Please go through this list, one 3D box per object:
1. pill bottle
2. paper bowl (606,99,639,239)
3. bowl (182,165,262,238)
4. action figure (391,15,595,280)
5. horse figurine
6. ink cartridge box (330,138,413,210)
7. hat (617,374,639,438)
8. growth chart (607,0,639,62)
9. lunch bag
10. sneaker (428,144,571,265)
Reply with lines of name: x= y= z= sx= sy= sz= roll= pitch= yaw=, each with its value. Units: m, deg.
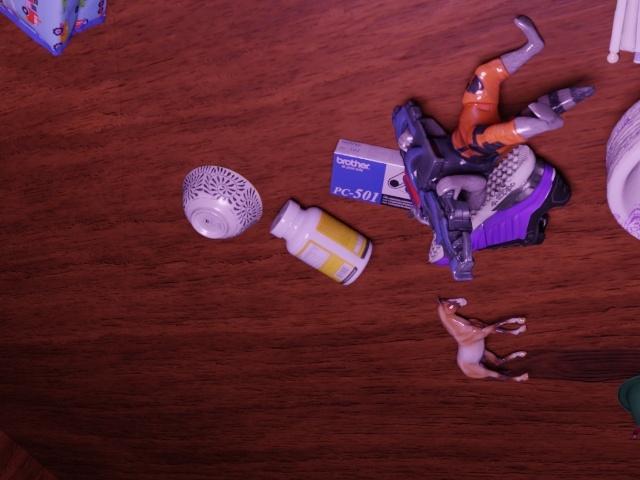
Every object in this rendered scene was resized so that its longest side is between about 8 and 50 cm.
pill bottle: x=0.000 y=0.000 z=1.352 sx=0.184 sy=0.103 sz=0.103 roll=32 pitch=136 yaw=-12
paper bowl: x=0.553 y=-0.117 z=0.990 sx=0.284 sy=0.148 sz=0.284 roll=10 pitch=143 yaw=8
bowl: x=-0.206 y=-0.057 z=1.387 sx=0.170 sy=0.080 sz=0.170 roll=11 pitch=137 yaw=10
action figure: x=0.240 y=-0.106 z=1.042 sx=0.179 sy=0.341 sz=0.330 roll=6 pitch=145 yaw=-25
horse figurine: x=0.344 y=0.225 z=1.485 sx=0.175 sy=0.066 sz=0.263 roll=-4 pitch=130 yaw=15
ink cartridge box: x=0.125 y=-0.109 z=1.239 sx=0.207 sy=0.046 sz=0.097 roll=13 pitch=135 yaw=7
hat: x=0.692 y=0.389 z=1.436 sx=0.209 sy=0.183 sz=0.173 roll=18 pitch=137 yaw=2
growth chart: x=0.507 y=-0.284 z=0.943 sx=0.237 sy=0.021 sz=0.172 roll=8 pitch=136 yaw=12
lunch bag: x=-0.473 y=-0.461 z=1.055 sx=0.293 sy=0.138 sz=0.221 roll=31 pitch=139 yaw=1
sneaker: x=0.311 y=-0.023 z=1.217 sx=0.146 sy=0.102 sz=0.293 roll=30 pitch=136 yaw=-12
